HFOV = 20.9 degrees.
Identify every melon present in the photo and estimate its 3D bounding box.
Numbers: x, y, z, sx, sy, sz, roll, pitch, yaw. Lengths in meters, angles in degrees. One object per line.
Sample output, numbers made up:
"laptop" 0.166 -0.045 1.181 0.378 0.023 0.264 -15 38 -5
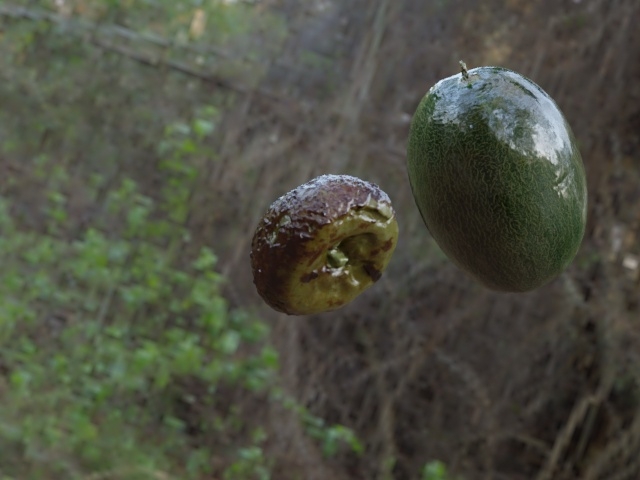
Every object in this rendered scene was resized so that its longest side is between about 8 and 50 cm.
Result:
"melon" 0.116 -0.043 1.144 0.114 0.114 0.167 16 -47 49

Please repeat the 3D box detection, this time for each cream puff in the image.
"cream puff" 0.000 0.000 1.592 0.149 0.149 0.084 23 23 -51
